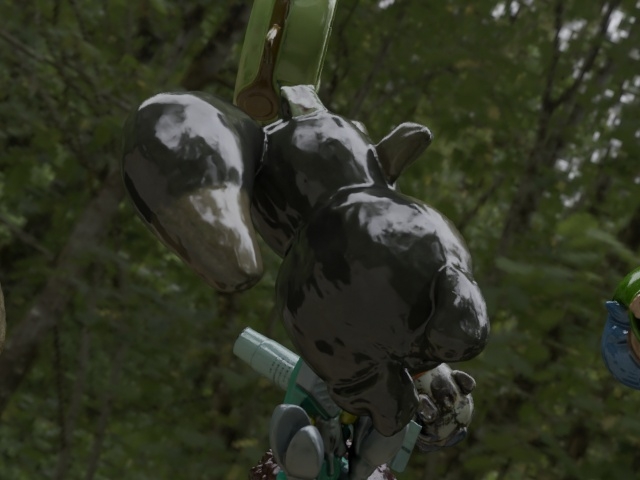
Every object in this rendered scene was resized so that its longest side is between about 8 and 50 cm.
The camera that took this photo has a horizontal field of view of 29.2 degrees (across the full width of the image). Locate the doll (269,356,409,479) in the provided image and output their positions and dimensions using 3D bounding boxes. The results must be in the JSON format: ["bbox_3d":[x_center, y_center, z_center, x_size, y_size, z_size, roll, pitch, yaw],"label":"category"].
[{"bbox_3d":[0.024,0.268,1.643,0.153,0.195,0.258,26,-36,43],"label":"doll"}]

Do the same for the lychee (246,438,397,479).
[{"bbox_3d":[0.013,0.437,1.913,0.300,0.264,0.264,32,-21,-14],"label":"lychee"}]

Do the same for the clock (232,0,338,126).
[{"bbox_3d":[-0.049,-0.291,1.858,0.117,0.286,0.348,14,-12,-1],"label":"clock"}]

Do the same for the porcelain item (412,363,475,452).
[{"bbox_3d":[0.150,0.227,2.102,0.288,0.138,0.186,55,-22,10],"label":"porcelain item"}]

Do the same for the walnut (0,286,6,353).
[{"bbox_3d":[-0.464,0.077,1.333,0.248,0.248,0.248,24,-20,9],"label":"walnut"}]

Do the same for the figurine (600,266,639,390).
[{"bbox_3d":[0.368,0.093,1.247,0.162,0.143,0.263,25,-4,10],"label":"figurine"}]

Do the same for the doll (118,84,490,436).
[{"bbox_3d":[-0.017,0.025,1.281,0.379,0.382,0.252,-4,-43,-29],"label":"doll"}]

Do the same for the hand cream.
[{"bbox_3d":[0.003,0.236,1.881,0.331,0.085,0.058,31,19,27],"label":"hand cream"}]
